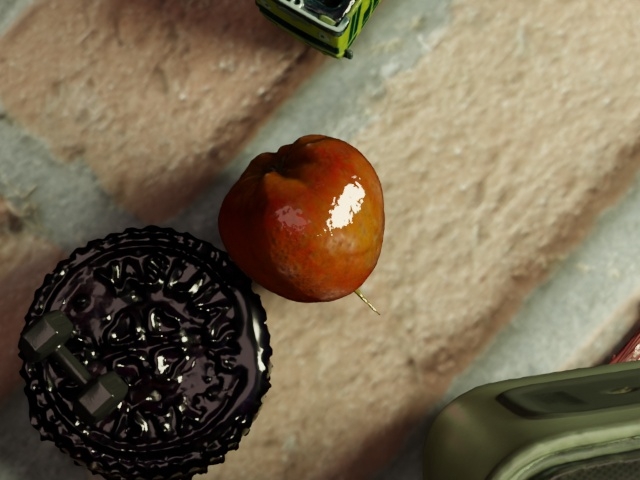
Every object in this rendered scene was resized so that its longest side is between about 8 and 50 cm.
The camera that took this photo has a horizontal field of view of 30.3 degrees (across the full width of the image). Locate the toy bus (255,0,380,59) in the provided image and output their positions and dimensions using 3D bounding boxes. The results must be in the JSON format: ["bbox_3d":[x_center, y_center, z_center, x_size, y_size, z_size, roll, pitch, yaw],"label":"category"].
[{"bbox_3d":[0.025,-0.227,0.894,0.088,0.101,0.175,31,77,5],"label":"toy bus"}]

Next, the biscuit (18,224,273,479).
[{"bbox_3d":[-0.127,0.085,0.869,0.194,0.053,0.195,0,80,1],"label":"biscuit"}]

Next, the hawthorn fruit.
[{"bbox_3d":[-0.013,-0.010,0.856,0.125,0.140,0.125,-1,38,1],"label":"hawthorn fruit"}]

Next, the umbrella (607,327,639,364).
[{"bbox_3d":[0.219,0.103,0.881,0.027,0.025,0.165,36,80,23],"label":"umbrella"}]

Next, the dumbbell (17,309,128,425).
[{"bbox_3d":[-0.172,0.089,0.822,0.040,0.036,0.083,-42,82,-5],"label":"dumbbell"}]

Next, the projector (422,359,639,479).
[{"bbox_3d":[0.207,0.213,0.737,0.248,0.249,0.249,-9,89,-1],"label":"projector"}]
